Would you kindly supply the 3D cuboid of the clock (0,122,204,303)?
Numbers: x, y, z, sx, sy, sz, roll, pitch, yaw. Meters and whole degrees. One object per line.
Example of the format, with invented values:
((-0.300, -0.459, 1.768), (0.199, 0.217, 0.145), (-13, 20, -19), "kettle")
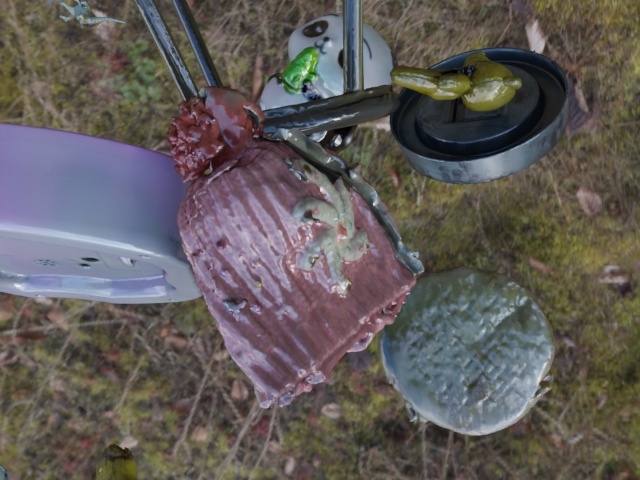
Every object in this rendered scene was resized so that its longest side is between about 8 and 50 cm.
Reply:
((-0.277, -0.013, 0.884), (0.339, 0.338, 0.102), (-3, 73, 20), "clock")

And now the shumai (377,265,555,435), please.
((0.166, 0.131, 0.971), (0.201, 0.120, 0.201), (-1, 81, 5), "shumai")

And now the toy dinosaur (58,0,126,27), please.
((-0.406, -0.390, 1.435), (0.180, 0.037, 0.058), (27, 171, 42), "toy dinosaur")

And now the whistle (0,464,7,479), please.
((-0.418, 0.421, 1.182), (0.236, 0.114, 0.077), (42, 147, -11), "whistle")

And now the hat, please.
((-0.035, -0.017, 0.763), (0.107, 0.237, 0.286), (-30, 95, 49), "hat")

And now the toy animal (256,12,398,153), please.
((0.007, -0.284, 1.536), (0.212, 0.212, 0.266), (31, 112, 1), "toy animal")

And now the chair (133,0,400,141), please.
((-0.084, -0.336, 1.098), (0.365, 0.362, 0.410), (-12, 99, 4), "chair")

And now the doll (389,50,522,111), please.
((0.220, -0.272, 1.383), (0.210, 0.137, 0.097), (10, 91, -3), "doll")

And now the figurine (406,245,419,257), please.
((0.134, 0.033, 1.512), (0.106, 0.047, 0.060), (-5, 116, 50), "figurine")

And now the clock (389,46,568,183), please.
((0.285, -0.228, 1.499), (0.319, 0.319, 0.066), (-6, 135, 21), "clock")

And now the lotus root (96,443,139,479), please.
((-0.257, 0.419, 1.065), (0.141, 0.169, 0.314), (-34, 62, 59), "lotus root")
